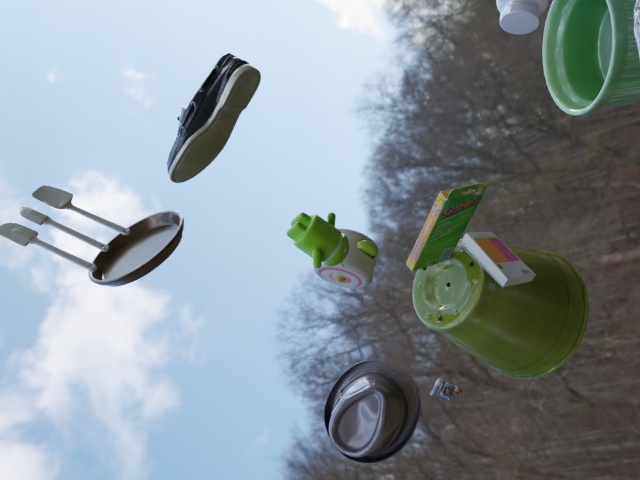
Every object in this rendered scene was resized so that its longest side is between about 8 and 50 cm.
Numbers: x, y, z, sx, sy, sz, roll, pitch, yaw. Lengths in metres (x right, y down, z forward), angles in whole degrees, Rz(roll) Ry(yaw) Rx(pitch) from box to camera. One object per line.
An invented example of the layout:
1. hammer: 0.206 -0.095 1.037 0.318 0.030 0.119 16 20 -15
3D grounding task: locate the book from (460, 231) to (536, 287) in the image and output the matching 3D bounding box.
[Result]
1. book: 0.384 0.037 1.509 0.096 0.035 0.144 -6 -137 -35

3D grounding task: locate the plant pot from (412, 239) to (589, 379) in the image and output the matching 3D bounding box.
1. plant pot: 0.445 0.153 1.844 0.353 0.366 0.366 21 -127 -35

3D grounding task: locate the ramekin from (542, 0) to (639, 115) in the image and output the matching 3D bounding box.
1. ramekin: 0.635 -0.436 1.559 0.303 0.148 0.303 175 90 -81

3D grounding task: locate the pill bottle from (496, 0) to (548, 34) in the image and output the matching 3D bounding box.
1. pill bottle: 0.350 -0.436 1.201 0.086 0.086 0.152 30 -115 -45

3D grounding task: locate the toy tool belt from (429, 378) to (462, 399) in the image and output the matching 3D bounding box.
1. toy tool belt: 0.354 0.431 1.978 0.051 0.083 0.052 -52 -46 -23

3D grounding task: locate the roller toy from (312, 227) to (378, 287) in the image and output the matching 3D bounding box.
1. roller toy: 0.077 0.064 2.206 0.209 0.191 0.146 86 -161 -66

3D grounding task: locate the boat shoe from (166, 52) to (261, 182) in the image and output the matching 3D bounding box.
1. boat shoe: -0.277 -0.293 1.653 0.113 0.340 0.127 46 -155 22

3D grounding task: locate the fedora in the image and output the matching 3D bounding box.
1. fedora: 0.117 0.446 1.790 0.244 0.275 0.124 41 -171 17

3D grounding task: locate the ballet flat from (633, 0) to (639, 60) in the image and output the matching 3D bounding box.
1. ballet flat: 0.616 -0.251 1.052 0.483 0.164 0.182 20 -128 -38

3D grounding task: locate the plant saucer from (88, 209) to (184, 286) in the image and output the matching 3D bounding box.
1. plant saucer: -0.457 0.023 1.764 0.041 0.278 0.277 59 -149 -29

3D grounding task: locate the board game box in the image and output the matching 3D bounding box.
1. board game box: 0.297 -0.037 1.650 0.124 0.259 0.039 -14 -127 -32

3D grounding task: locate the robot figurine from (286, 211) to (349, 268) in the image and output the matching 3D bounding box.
1. robot figurine: 0.000 0.000 1.205 0.115 0.067 0.101 35 -133 -15

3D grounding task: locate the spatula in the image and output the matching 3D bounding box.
1. spatula: -0.539 -0.028 1.480 0.019 0.242 0.168 100 -164 -44
